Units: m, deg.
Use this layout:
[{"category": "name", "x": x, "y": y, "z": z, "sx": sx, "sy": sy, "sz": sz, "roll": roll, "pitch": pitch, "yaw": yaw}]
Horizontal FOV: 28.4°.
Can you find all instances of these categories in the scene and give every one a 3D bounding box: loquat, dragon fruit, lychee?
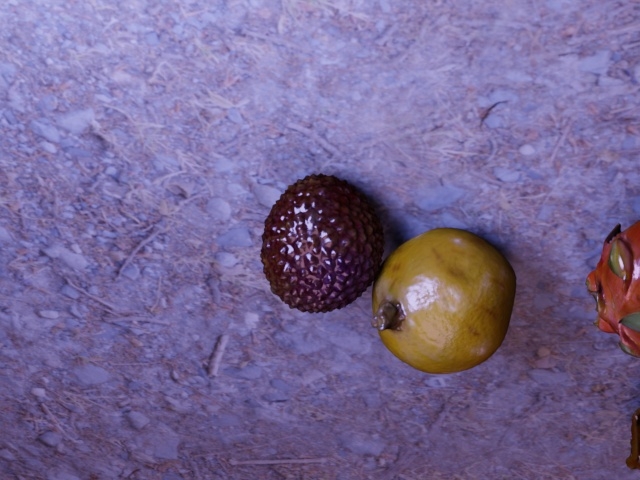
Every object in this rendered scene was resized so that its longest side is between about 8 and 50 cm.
[{"category": "loquat", "x": 0.161, "y": 0.087, "z": 1.800, "sx": 0.246, "sy": 0.213, "sz": 0.213, "roll": -12, "pitch": 160, "yaw": -43}, {"category": "dragon fruit", "x": 0.472, "y": 0.061, "z": 1.718, "sx": 0.224, "sy": 0.224, "sz": 0.227, "roll": 18, "pitch": 146, "yaw": -9}, {"category": "lychee", "x": 0.000, "y": 0.000, "z": 1.768, "sx": 0.188, "sy": 0.188, "sz": 0.188, "roll": 6, "pitch": 141, "yaw": 5}]

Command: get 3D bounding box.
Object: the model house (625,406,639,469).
[{"category": "model house", "x": 0.632, "y": 0.321, "z": 2.055, "sx": 0.220, "sy": 0.199, "sz": 0.229, "roll": 62, "pitch": 157, "yaw": -1}]
